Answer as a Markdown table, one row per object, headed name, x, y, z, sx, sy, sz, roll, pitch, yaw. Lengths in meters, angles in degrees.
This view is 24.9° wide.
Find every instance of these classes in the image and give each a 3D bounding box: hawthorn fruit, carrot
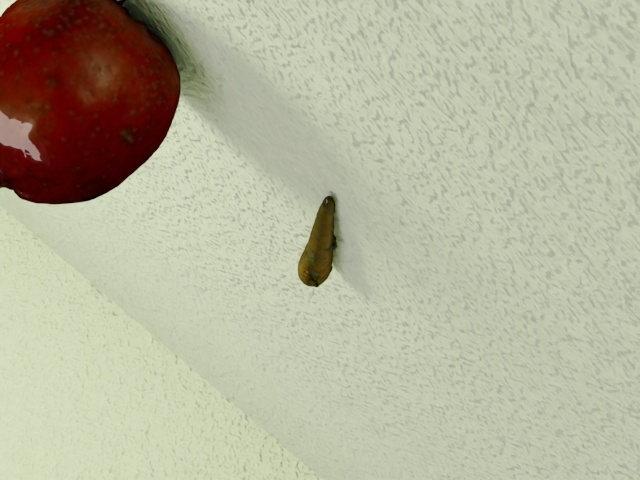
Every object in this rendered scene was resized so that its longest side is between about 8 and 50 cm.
| name | x | y | z | sx | sy | sz | roll | pitch | yaw |
| --- | --- | --- | --- | --- | --- | --- | --- | --- | --- |
| hawthorn fruit | -0.332 | -0.173 | 1.841 | 0.265 | 0.307 | 0.265 | 44 | 171 | 9 |
| carrot | 0.000 | 0.000 | 1.894 | 0.049 | 0.049 | 0.254 | 42 | 159 | 13 |
